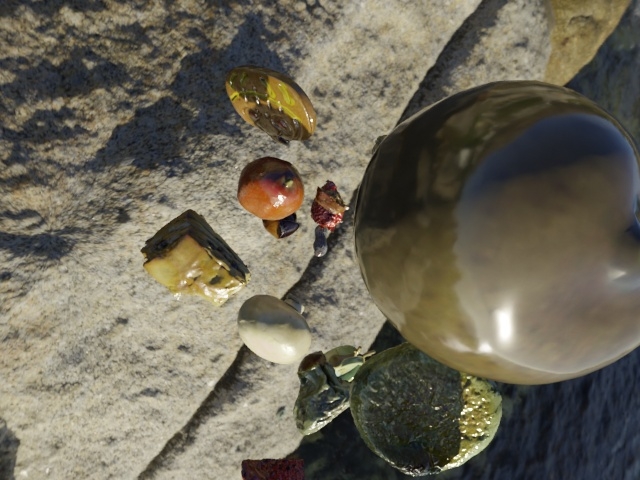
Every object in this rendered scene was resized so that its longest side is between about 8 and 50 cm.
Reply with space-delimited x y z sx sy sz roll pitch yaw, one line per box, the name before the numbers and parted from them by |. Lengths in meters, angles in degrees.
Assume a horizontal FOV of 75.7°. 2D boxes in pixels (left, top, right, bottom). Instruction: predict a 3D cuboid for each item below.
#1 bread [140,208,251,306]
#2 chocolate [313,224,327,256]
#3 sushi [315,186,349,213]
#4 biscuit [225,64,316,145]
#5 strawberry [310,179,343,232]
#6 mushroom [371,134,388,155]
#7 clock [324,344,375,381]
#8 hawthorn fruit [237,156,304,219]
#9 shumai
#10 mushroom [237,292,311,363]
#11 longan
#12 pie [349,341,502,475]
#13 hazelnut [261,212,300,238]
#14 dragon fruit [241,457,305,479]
bread | -0.484 0.097 1.545 0.370 0.314 0.191 55 19 -9
chocolate | 0.000 0.000 2.026 0.072 0.072 0.167 18 64 -32
sushi | 0.036 -0.120 1.230 0.118 0.061 0.060 28 108 -32
biscuit | -0.193 -0.503 1.592 0.070 0.394 0.350 -55 148 -26
strawberry | 0.041 -0.158 1.944 0.174 0.228 0.098 27 37 6
mushroom | 0.257 -0.133 1.188 0.397 0.126 0.177 62 37 -24
clock | 0.081 0.526 1.730 0.308 0.096 0.235 -40 142 18
hawthorn fruit | -0.130 -0.156 1.183 0.199 0.251 0.200 2 85 -25
shumai | -0.011 0.517 1.419 0.261 0.222 0.225 -52 157 23
mushroom | -0.132 0.264 1.285 0.202 0.246 0.246 -46 114 -32
longan | 0.219 -0.004 0.494 0.360 0.361 0.361 -1 91 -33
pie | 0.192 0.312 0.777 0.276 0.078 0.277 1 100 6
hazelnut | -0.191 -0.102 1.909 0.202 0.160 0.170 60 15 23
dragon fruit | -0.209 1.042 1.810 0.330 0.302 0.240 34 57 -9
